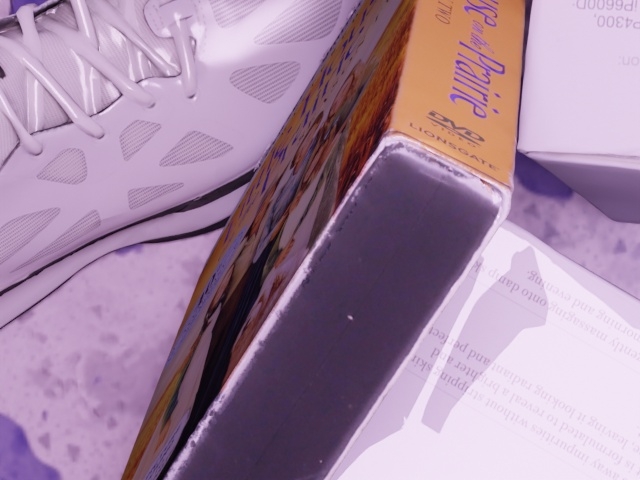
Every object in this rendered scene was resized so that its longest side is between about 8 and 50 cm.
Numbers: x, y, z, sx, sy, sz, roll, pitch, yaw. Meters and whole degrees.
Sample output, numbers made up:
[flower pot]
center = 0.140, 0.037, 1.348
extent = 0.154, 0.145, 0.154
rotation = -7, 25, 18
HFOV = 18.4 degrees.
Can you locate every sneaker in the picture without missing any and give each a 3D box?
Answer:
[sneaker]
center = -0.162, -0.074, 1.148
extent = 0.447, 0.257, 0.169
rotation = -35, 75, 11

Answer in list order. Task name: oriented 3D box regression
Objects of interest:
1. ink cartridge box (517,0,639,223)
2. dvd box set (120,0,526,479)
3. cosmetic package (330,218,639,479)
[ink cartridge box]
center = 0.222, -0.203, 1.031
extent = 0.160, 0.279, 0.384
rotation = 5, 85, 19
[dvd box set]
center = 0.000, 0.000, 0.977
extent = 0.062, 0.420, 0.307
rotation = 30, 116, -7
[cosmetic package]
center = 0.060, 0.198, 0.977
extent = 0.217, 0.156, 0.385
rotation = 32, 88, 6
